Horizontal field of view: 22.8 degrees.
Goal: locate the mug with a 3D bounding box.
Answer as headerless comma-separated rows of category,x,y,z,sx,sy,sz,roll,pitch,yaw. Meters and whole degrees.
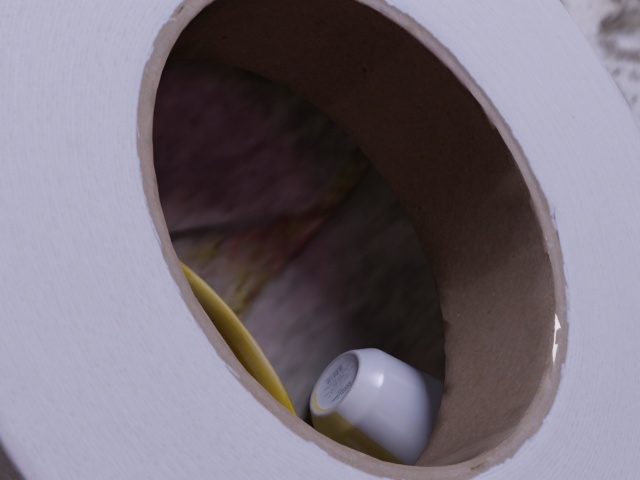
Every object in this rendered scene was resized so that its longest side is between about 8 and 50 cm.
mug,0.027,0.087,0.715,0.064,0.062,0.078,37,59,-23

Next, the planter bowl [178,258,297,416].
planter bowl,-0.109,0.101,0.565,0.217,0.090,0.217,23,52,-33

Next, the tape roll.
tape roll,0.000,0.000,0.605,0.392,0.072,0.392,22,53,-32
